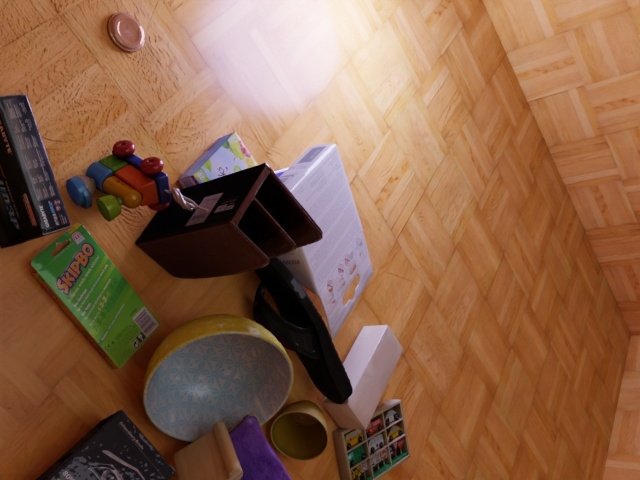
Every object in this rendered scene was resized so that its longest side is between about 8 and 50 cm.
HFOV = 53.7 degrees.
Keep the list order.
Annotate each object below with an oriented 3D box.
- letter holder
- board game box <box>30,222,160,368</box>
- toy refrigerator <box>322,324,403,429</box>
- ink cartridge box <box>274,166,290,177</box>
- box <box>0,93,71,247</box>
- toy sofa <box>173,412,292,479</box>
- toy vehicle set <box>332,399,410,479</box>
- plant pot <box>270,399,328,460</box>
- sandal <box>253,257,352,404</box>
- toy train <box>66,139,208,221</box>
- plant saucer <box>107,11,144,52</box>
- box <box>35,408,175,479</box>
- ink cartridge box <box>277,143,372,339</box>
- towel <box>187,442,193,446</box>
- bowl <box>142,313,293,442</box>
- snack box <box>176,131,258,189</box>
[{"bbox_3d":[-0.176,0.001,1.260,0.214,0.302,0.152,49,50,-30],"label":"letter holder"},{"bbox_3d":[-0.417,0.104,1.176,0.124,0.039,0.259,-52,123,-40],"label":"board game box"},{"bbox_3d":[0.113,0.355,1.666,0.102,0.094,0.269,57,45,-25],"label":"toy refrigerator"},{"bbox_3d":[-0.044,-0.088,1.613,0.208,0.045,0.206,-22,100,-49],"label":"ink cartridge box"},{"bbox_3d":[-0.498,-0.106,1.022,0.051,0.175,0.220,-24,101,-47],"label":"box"},{"bbox_3d":[-0.122,0.531,1.249,0.177,0.150,0.362,-29,117,-7],"label":"toy sofa"},{"bbox_3d":[0.142,0.551,1.702,0.267,0.035,0.166,-11,91,-48],"label":"toy vehicle set"},{"bbox_3d":[-0.041,0.428,1.472,0.095,0.134,0.134,-65,134,-69],"label":"plant pot"},{"bbox_3d":[-0.061,0.217,1.461,0.107,0.167,0.445,-36,110,-26],"label":"sandal"},{"bbox_3d":[-0.341,-0.080,1.157,0.143,0.248,0.105,-36,142,-35],"label":"toy train"},{"bbox_3d":[-0.402,-0.433,1.312,0.083,0.013,0.083,13,73,-46],"label":"plant saucer"},{"bbox_3d":[-0.380,0.419,1.072,0.153,0.108,0.207,52,46,-4],"label":"box"},{"bbox_3d":[0.000,0.000,1.542,0.308,0.091,0.385,-53,132,-50],"label":"ink cartridge box"},{"bbox_3d":[-0.249,0.440,1.298,0.067,0.029,0.119,34,60,-39],"label":"towel"},{"bbox_3d":[-0.212,0.246,1.260,0.289,0.289,0.156,40,12,-35],"label":"bowl"},{"bbox_3d":[-0.199,-0.110,1.430,0.207,0.070,0.174,55,47,-23],"label":"snack box"}]
